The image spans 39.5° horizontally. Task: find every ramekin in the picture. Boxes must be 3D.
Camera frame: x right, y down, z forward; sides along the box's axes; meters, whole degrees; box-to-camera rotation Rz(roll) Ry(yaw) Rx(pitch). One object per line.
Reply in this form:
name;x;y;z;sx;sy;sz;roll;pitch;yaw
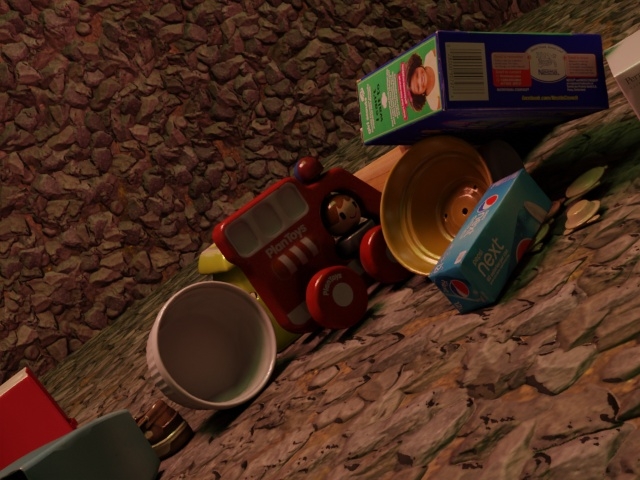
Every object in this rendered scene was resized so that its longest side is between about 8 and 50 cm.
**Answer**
ramekin;-0.184;0.179;1.452;0.207;0.207;0.109;-42;3;-33

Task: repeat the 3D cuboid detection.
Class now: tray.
tray;0.255;-0.179;1.706;0.411;0.076;0.203;-27;-1;-35

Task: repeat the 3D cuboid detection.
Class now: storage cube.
storage cube;-0.654;0.414;1.931;0.215;0.193;0.183;-38;10;-16

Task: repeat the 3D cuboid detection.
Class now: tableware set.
tableware set;0.332;-0.038;1.234;0.141;0.020;0.169;-35;12;38

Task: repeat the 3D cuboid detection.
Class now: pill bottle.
pill bottle;0.240;-0.082;1.491;0.193;0.108;0.108;-28;13;38

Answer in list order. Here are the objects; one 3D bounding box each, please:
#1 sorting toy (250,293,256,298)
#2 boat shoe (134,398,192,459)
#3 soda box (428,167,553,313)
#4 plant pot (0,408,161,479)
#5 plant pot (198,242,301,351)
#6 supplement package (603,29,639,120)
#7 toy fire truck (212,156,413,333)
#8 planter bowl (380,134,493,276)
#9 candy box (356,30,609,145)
sorting toy;-0.248;0.202;2.023;0.229;0.041;0.307;-24;15;33
boat shoe;-0.329;0.334;1.498;0.257;0.095;0.095;-31;11;26
soda box;0.232;-0.002;1.196;0.067;0.071;0.210;-28;17;52
plant pot;-0.360;0.363;1.313;0.165;0.165;0.234;-29;4;32
plant pot;-0.088;0.056;1.665;0.228;0.207;0.227;-38;10;-19
supplement package;0.534;-0.250;1.185;0.261;0.145;0.204;-32;10;23
toy fire truck;0.000;0.000;1.479;0.302;0.254;0.169;-39;11;-27
planter bowl;0.203;-0.049;1.386;0.090;0.217;0.217;6;-25;-45
candy box;0.235;-0.225;1.375;0.268;0.122;0.317;-3;-4;-18
